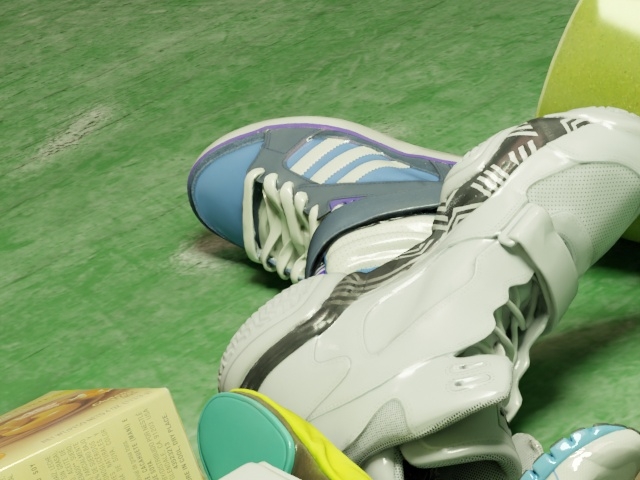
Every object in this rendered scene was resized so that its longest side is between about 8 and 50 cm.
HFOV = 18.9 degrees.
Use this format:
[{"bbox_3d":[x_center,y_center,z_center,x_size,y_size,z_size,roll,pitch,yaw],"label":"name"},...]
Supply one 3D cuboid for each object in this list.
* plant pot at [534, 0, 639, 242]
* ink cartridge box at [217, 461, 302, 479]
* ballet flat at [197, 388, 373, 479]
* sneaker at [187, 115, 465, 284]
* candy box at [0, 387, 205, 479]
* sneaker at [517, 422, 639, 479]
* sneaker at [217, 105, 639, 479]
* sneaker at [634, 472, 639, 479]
[{"bbox_3d":[0.361,-0.087,1.511,0.293,0.274,0.275,26,39,25],"label":"plant pot"},{"bbox_3d":[-0.092,0.247,0.969,0.289,0.121,0.211,-28,17,-19],"label":"ink cartridge box"},{"bbox_3d":[0.000,0.160,1.174,0.077,0.077,0.231,19,8,-32],"label":"ballet flat"},{"bbox_3d":[0.000,0.001,1.539,0.323,0.130,0.236,9,25,21],"label":"sneaker"},{"bbox_3d":[-0.250,0.191,1.206,0.316,0.087,0.183,-26,8,-31],"label":"candy box"},{"bbox_3d":[0.136,0.191,1.145,0.191,0.071,0.083,-43,46,-7],"label":"sneaker"},{"bbox_3d":[0.123,0.063,1.308,0.366,0.137,0.210,-33,42,-9],"label":"sneaker"},{"bbox_3d":[0.213,0.186,1.187,0.071,0.066,0.188,-34,27,-14],"label":"sneaker"}]
